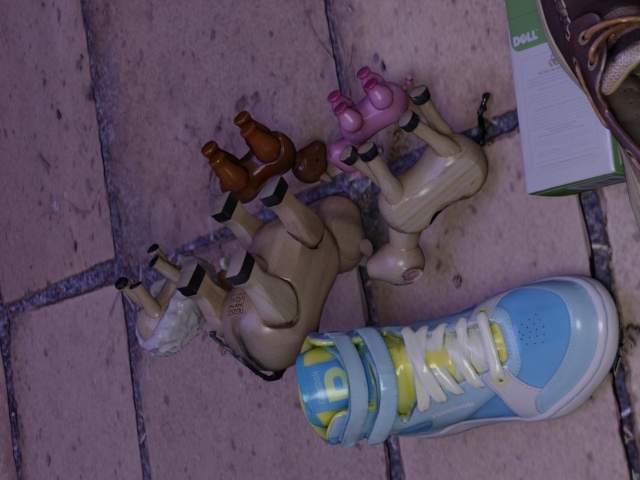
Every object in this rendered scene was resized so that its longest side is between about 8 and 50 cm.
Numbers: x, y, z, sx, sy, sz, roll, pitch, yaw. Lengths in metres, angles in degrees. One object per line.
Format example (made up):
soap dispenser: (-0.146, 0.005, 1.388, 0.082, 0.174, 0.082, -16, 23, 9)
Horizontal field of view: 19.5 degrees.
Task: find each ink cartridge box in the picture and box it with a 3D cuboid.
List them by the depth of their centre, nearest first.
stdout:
ink cartridge box: (0.225, -0.150, 1.616, 0.109, 0.062, 0.209, -14, 80, 52)

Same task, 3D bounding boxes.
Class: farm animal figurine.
farm animal figurine: (0.000, 0.000, 1.818, 0.330, 0.172, 0.327, 2, 51, 52)

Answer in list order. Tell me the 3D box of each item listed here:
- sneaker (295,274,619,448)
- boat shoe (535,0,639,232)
sneaker: (0.102, 0.116, 1.667, 0.319, 0.208, 0.127, -31, 65, 48)
boat shoe: (0.263, -0.139, 1.483, 0.123, 0.123, 0.342, 78, 175, -76)
